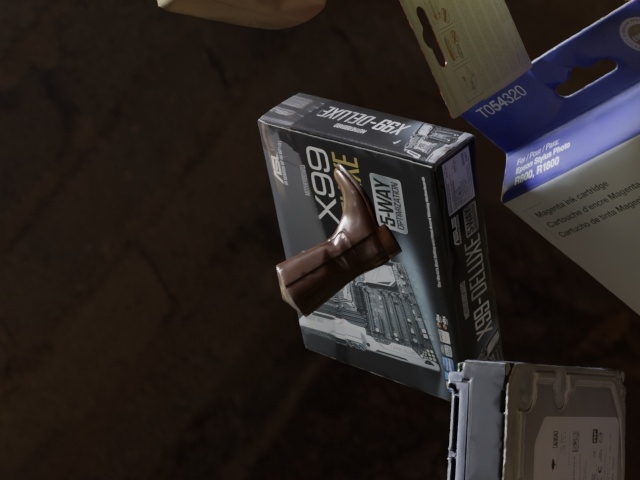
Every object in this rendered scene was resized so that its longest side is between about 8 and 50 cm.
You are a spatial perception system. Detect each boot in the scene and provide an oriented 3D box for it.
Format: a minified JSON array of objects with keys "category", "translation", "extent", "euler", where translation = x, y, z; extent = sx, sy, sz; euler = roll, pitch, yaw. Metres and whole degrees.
[{"category":"boot","translation":[0.000,0.000,1.492],"extent":[0.114,0.037,0.106],"euler":[-33,67,6]}]

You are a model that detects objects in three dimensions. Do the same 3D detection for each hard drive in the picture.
[{"category":"hard drive","translation":[0.203,0.230,1.543],"extent":[0.064,0.339,0.237],"euler":[0,84,28]}]

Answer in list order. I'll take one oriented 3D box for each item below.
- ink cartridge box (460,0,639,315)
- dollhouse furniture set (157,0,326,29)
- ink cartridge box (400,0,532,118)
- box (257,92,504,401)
[{"category":"ink cartridge box","translation":[0.331,-0.061,1.605],"extent":[0.324,0.330,0.071],"euler":[-31,28,54]},{"category":"dollhouse furniture set","translation":[0.038,-0.415,1.353],"extent":[0.394,0.256,0.362],"euler":[-32,66,40]},{"category":"ink cartridge box","translation":[0.112,-0.188,1.480],"extent":[0.045,0.145,0.179],"euler":[-19,9,37]},{"category":"box","translation":[0.068,0.008,1.814],"extent":[0.242,0.307,0.076],"euler":[18,41,38]}]
